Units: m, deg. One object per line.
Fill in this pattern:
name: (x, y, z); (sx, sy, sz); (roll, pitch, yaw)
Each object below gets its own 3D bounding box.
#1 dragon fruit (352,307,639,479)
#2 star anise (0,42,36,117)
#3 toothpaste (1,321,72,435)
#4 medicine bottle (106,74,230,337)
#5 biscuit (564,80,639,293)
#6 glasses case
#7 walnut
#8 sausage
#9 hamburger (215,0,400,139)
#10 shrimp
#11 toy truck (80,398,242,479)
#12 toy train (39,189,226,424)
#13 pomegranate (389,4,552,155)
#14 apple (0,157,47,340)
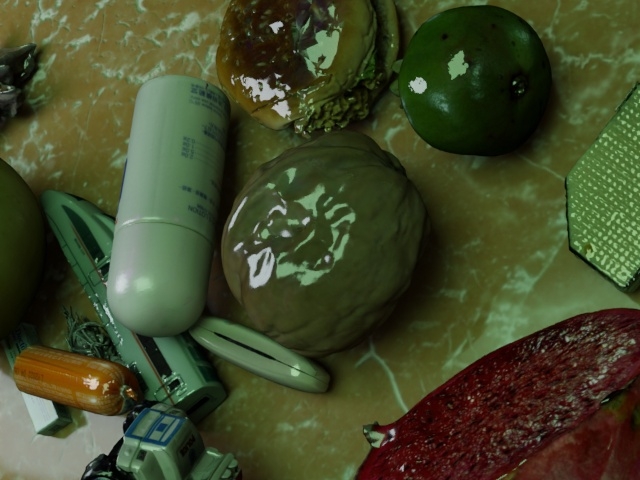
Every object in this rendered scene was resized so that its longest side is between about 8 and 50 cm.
dragon fruit: (0.230, 0.247, 1.427); (0.371, 0.386, 0.249); (-25, 102, 45)
star anise: (-0.507, -0.200, 2.057); (0.209, 0.089, 0.231); (13, 76, 42)
toothpaste: (-0.391, 0.189, 1.918); (0.046, 0.034, 0.164); (-35, 63, 15)
medicine bottle: (-0.194, -0.038, 1.784); (0.130, 0.130, 0.341); (-10, 59, 25)
biscuit: (0.373, -0.075, 1.587); (0.150, 0.052, 0.252); (39, 94, 34)
glasses case: (-0.078, 0.141, 1.744); (0.204, 0.081, 0.051); (21, 84, 29)
walnut: (0.001, 0.002, 1.658); (0.273, 0.227, 0.273); (-6, 78, 29)
sausage: (-0.304, 0.181, 1.783); (0.234, 0.071, 0.071); (6, 78, 46)
hamburger: (-0.023, -0.252, 1.796); (0.243, 0.146, 0.286); (-16, 70, 30)
shrimp: (-0.306, 0.141, 1.876); (0.065, 0.056, 0.165); (-48, 69, 26)
toy truck: (-0.174, 0.307, 1.669); (0.177, 0.161, 0.213); (8, 122, 19)
toy train: (-0.258, 0.062, 1.854); (0.088, 0.086, 0.407); (-40, 62, 10)
pomegranate: (0.165, -0.190, 1.671); (0.225, 0.187, 0.187); (7, 78, 57)
apple: (-0.486, 0.013, 1.880); (0.233, 0.258, 0.295); (-9, 49, 11)
